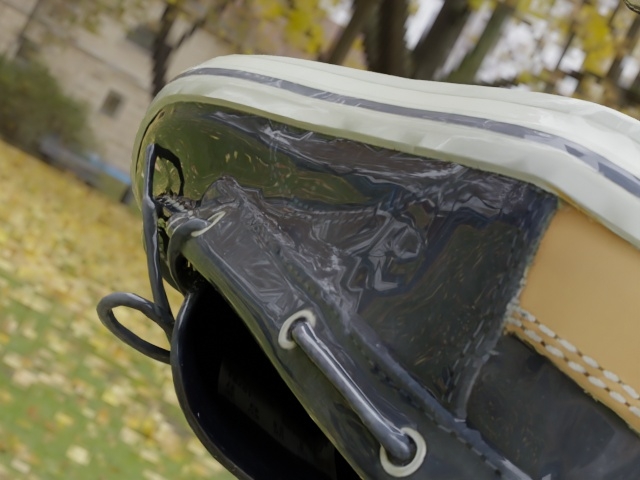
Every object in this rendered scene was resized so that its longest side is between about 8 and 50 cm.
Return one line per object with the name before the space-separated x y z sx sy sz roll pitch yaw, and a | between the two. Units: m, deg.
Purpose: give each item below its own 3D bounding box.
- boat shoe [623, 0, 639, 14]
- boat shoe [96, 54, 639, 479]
boat shoe | 0.245 -0.226 1.096 0.075 0.206 0.065 24 -8 32
boat shoe | 0.007 0.032 0.724 0.187 0.156 0.500 37 -8 -20
